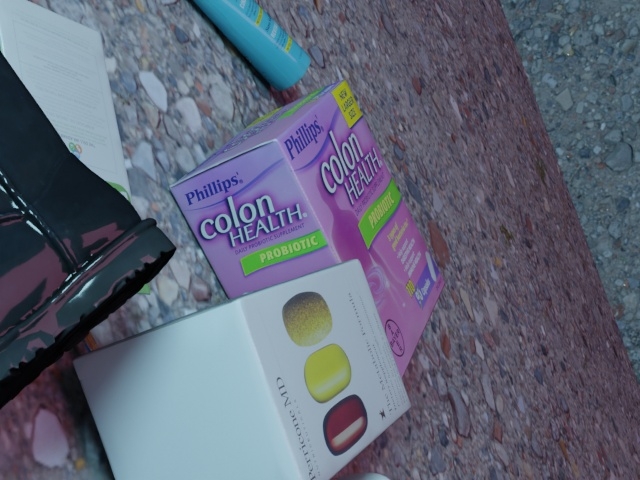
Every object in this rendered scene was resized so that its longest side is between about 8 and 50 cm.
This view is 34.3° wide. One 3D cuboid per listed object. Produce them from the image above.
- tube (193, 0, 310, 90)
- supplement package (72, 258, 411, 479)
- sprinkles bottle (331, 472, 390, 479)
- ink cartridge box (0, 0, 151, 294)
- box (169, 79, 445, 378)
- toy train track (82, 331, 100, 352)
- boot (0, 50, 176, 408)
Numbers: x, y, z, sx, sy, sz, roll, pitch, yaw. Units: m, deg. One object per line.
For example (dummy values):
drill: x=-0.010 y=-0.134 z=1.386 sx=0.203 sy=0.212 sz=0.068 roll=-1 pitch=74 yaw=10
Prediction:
tube: x=-0.094 y=-0.242 z=1.083 sx=0.207 sy=0.052 sz=0.080 roll=42 pitch=25 yaw=-33
supplement package: x=-0.044 y=0.108 z=0.769 sx=0.139 sy=0.134 sz=0.244 roll=70 pitch=21 yaw=2
sprinkles bottle: x=0.076 y=0.367 z=0.838 sx=0.355 sy=0.121 sz=0.121 roll=64 pitch=25 yaw=-9
ink cartridge box: x=-0.191 y=-0.056 z=0.711 sx=0.109 sy=0.062 sz=0.209 roll=15 pitch=57 yaw=-60
box: x=0.000 y=0.000 z=0.986 sx=0.243 sy=0.117 sz=0.213 roll=62 pitch=25 yaw=-12
toy train track: x=-0.159 y=0.080 z=0.719 sx=0.083 sy=0.014 sz=0.048 roll=65 pitch=21 yaw=-15
boot: x=-0.228 y=0.000 z=0.560 sx=0.207 sy=0.094 sz=0.246 roll=46 pitch=57 yaw=2
